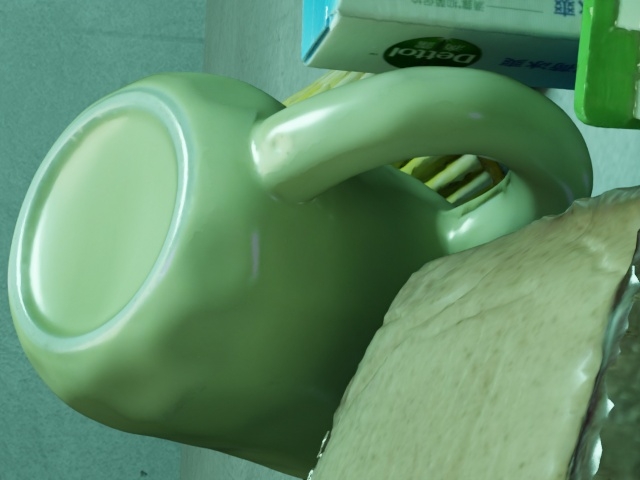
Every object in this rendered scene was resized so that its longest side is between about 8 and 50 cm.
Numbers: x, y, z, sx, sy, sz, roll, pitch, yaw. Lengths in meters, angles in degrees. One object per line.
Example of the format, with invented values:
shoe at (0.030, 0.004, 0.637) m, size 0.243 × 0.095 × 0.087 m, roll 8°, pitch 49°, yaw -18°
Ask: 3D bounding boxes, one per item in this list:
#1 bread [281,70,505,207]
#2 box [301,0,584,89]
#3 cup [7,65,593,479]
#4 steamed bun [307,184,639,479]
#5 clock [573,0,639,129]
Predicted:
bread at (0.036, -0.020, 1.008) m, size 0.179 × 0.133 × 0.250 m, roll 48°, pitch 170°, yaw 7°
box at (0.093, -0.146, 0.712) m, size 0.073 × 0.194 × 0.139 m, roll 136°, pitch 136°, yaw -71°
cup at (-0.005, 0.019, 0.738) m, size 0.255 × 0.202 × 0.173 m, roll -5°, pitch 69°, yaw 44°
steamed bun at (0.109, 0.142, 0.575) m, size 0.251 × 0.199 × 0.301 m, roll -23°, pitch 42°, yaw 63°
clock at (0.190, -0.125, 0.493) m, size 0.255 × 0.106 × 0.219 m, roll -141°, pitch 53°, yaw -70°
